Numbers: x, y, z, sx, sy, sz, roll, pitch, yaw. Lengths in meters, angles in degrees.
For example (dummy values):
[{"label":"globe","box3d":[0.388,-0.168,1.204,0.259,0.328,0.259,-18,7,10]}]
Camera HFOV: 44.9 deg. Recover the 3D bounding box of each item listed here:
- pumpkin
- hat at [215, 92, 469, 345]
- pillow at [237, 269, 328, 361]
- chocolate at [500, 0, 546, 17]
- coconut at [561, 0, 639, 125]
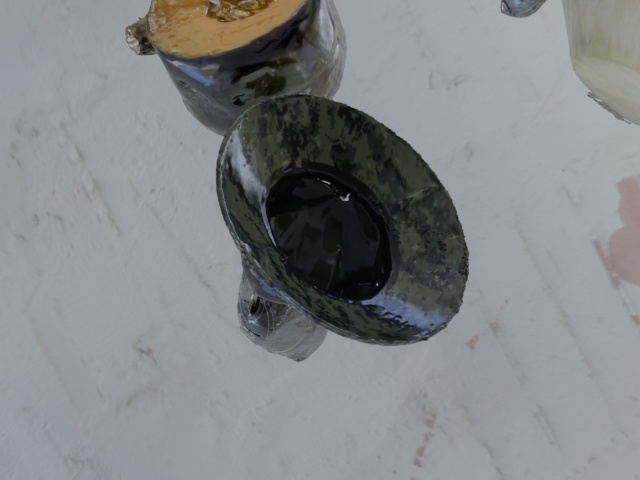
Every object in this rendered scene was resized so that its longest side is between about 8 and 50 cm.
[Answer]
[{"label":"pumpkin","box3d":[-0.093,-0.232,0.908,0.242,0.232,0.324,-11,-129,5]},{"label":"hat","box3d":[0.000,0.000,0.734,0.266,0.128,0.265,17,-126,-24]},{"label":"pillow","box3d":[-0.043,0.081,1.096,0.093,0.335,0.161,9,-103,16]},{"label":"chocolate","box3d":[0.366,-0.433,1.307,0.072,0.167,0.072,7,-109,-21]},{"label":"coconut","box3d":[0.294,-0.172,0.402,0.323,0.323,0.322,1,-96,-14]}]
